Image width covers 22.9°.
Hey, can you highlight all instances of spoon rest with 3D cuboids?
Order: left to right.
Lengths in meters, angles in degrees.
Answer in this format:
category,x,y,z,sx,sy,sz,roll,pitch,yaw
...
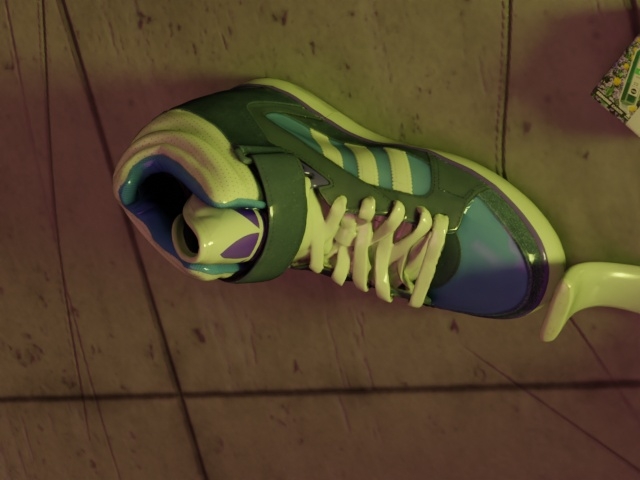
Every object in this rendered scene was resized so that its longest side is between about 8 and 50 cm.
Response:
category,x,y,z,sx,sy,sz,roll,pitch,yaw
spoon rest,0.302,0.078,1.150,0.276,0.084,0.137,21,122,6

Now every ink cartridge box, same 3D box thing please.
category,x,y,z,sx,sy,sz,roll,pitch,yaw
ink cartridge box,0.248,-0.126,1.106,0.063,0.029,0.115,42,126,8

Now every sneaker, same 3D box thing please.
category,x,y,z,sx,sy,sz,roll,pitch,yaw
sneaker,0.000,-0.001,1.178,0.322,0.236,0.130,30,123,16
